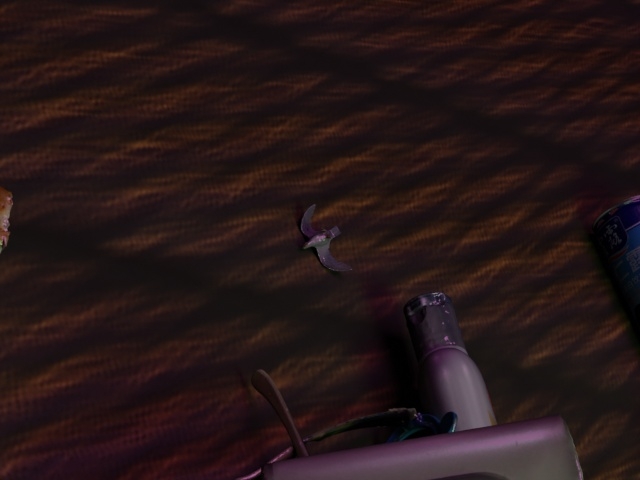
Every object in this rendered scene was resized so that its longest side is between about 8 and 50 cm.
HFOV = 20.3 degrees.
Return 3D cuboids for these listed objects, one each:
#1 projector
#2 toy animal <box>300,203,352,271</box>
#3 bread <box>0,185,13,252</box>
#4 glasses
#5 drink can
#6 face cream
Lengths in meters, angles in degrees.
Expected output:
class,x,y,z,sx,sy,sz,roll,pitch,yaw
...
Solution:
class,x,y,z,sx,sy,sz,roll,pitch,yaw
projector,0.093,0.297,1.437,0.249,0.248,0.248,-9,67,-1
toy animal,0.000,-0.001,1.904,0.050,0.028,0.084,-3,58,-58
bread,-0.310,-0.008,1.541,0.070,0.077,0.083,20,43,-18
glasses,0.010,0.218,1.688,0.207,0.102,0.239,20,38,7
drink can,0.432,0.065,2.254,0.097,0.097,0.235,7,53,-44
face cream,0.143,0.187,1.814,0.144,0.071,0.291,73,1,-56
